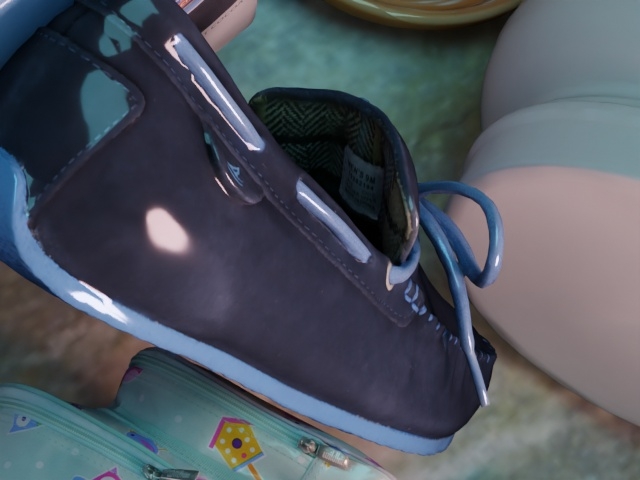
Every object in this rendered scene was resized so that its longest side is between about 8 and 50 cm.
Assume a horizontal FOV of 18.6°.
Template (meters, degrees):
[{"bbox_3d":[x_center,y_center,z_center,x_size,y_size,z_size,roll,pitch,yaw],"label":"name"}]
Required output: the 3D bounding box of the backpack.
[{"bbox_3d":[-0.062,0.124,0.763,0.188,0.166,0.144,21,74,2],"label":"backpack"}]

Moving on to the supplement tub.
[{"bbox_3d":[0.219,-0.091,0.889,0.241,0.241,0.331,34,64,-4],"label":"supplement tub"}]

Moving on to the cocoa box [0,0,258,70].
[{"bbox_3d":[-0.214,-0.100,0.722,0.347,0.228,0.231,-40,82,-14],"label":"cocoa box"}]

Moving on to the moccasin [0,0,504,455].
[{"bbox_3d":[0.000,0.000,0.746,0.137,0.342,0.117,32,92,26],"label":"moccasin"}]

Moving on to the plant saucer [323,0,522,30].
[{"bbox_3d":[0.040,-0.193,0.982,0.200,0.037,0.200,5,70,-15],"label":"plant saucer"}]
